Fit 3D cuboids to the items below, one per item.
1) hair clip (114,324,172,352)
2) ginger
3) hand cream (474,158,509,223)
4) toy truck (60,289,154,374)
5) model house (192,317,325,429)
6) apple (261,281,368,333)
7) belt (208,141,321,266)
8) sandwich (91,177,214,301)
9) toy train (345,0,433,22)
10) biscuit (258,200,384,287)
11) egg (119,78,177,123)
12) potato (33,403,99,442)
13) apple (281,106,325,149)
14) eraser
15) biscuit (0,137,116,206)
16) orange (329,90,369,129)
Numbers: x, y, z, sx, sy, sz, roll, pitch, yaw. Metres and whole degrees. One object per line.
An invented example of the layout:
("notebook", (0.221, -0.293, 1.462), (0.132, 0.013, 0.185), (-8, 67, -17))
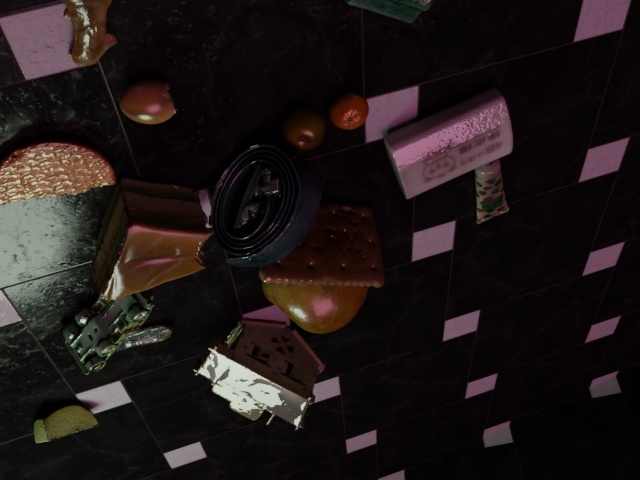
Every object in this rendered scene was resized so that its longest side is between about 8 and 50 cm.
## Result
("hair clip", (-0.486, 0.260, 1.824), (0.229, 0.036, 0.066), (-21, 146, -13))
("ginger", (-0.370, -0.400, 1.096), (0.147, 0.081, 0.334), (-26, 145, -23))
("hand cream", (0.425, -0.130, 1.822), (0.095, 0.059, 0.276), (-23, 146, 3))
("toy truck", (-0.479, 0.185, 1.698), (0.259, 0.128, 0.135), (-48, 161, 26))
("model house", (-0.153, 0.334, 1.954), (0.326, 0.244, 0.169), (29, 123, -6))
("apple", (-0.006, 0.096, 1.764), (0.226, 0.246, 0.246), (-51, 138, 2))
("belt", (-0.117, -0.064, 1.483), (0.268, 0.206, 0.116), (-59, 150, 11))
("sandwich", (-0.345, 0.009, 1.510), (0.198, 0.155, 0.227), (6, 133, -32))
("toy train", (0.128, -0.494, 1.106), (0.166, 0.238, 0.299), (7, 132, -28))
("biscuit", (0.000, 0.000, 1.635), (0.324, 0.217, 0.044), (5, 153, -29))
("egg", (-0.309, -0.246, 1.295), (0.096, 0.080, 0.080), (-18, 141, -12))
("potato", (-0.702, 0.492, 1.977), (0.149, 0.081, 0.120), (-10, 173, -42))
("apple", (-0.035, -0.225, 1.465), (0.089, 0.074, 0.090), (2, 142, 2))
("eraser", (0.288, -0.214, 1.625), (0.270, 0.095, 0.174), (-25, 139, 0))
("biscuit", (-0.508, -0.134, 1.362), (0.224, 0.033, 0.144), (-14, 139, -12))
("orange", (0.059, -0.263, 1.470), (0.083, 0.070, 0.083), (-10, 139, -9))
